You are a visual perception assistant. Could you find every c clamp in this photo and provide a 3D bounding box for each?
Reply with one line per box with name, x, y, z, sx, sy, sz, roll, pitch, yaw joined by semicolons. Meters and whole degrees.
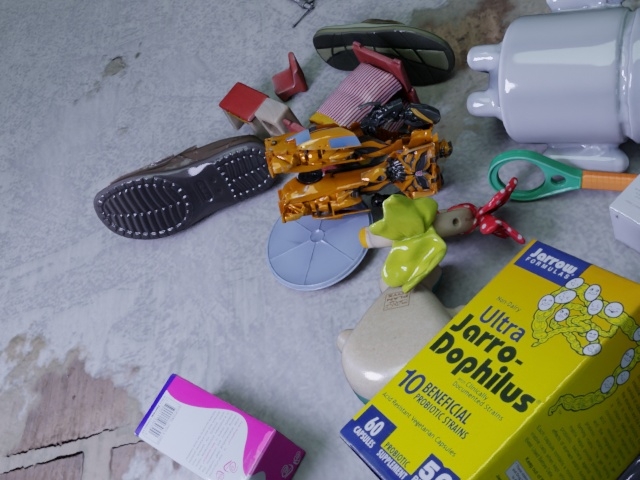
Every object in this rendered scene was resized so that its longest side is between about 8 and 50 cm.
c clamp;-0.052;-0.550;1.732;0.137;0.022;0.160;-41;51;-1

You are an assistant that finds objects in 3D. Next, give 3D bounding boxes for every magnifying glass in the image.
magnifying glass;0.371;-0.093;1.196;0.231;0.092;0.026;4;48;17

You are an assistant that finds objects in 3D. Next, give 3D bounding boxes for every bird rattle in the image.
bird rattle;0.172;-0.031;1.199;0.254;0.143;0.207;-24;11;-30

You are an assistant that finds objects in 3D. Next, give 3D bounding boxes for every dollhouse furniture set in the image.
dollhouse furniture set;-0.022;-0.265;1.453;0.374;0.152;0.201;32;78;37

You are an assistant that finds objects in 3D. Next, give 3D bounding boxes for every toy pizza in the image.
toy pizza;0.000;0.000;1.353;0.201;0.032;0.201;-14;54;20

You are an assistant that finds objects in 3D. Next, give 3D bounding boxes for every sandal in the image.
sandal;0.118;-0.374;1.480;0.303;0.120;0.086;19;57;35

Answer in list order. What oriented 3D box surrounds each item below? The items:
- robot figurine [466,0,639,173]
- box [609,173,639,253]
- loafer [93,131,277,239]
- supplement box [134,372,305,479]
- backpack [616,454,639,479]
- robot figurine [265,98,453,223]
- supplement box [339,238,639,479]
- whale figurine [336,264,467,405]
robot figurine;0.404;-0.247;1.192;0.354;0.200;0.299;5;103;29
box;0.509;-0.052;1.086;0.170;0.091;0.130;-45;52;-5
loafer;-0.252;-0.106;1.508;0.366;0.133;0.130;-15;28;7
supplement box;-0.152;0.305;1.188;0.220;0.114;0.111;20;70;36
backpack;0.507;0.299;0.789;0.290;0.273;0.355;-42;62;-10
robot figurine;0.068;-0.115;1.253;0.291;0.211;0.085;-9;44;4
supplement box;0.238;0.205;0.951;0.356;0.195;0.194;-43;33;-10
whale figurine;0.133;0.147;1.151;0.217;0.141;0.272;-15;30;18
